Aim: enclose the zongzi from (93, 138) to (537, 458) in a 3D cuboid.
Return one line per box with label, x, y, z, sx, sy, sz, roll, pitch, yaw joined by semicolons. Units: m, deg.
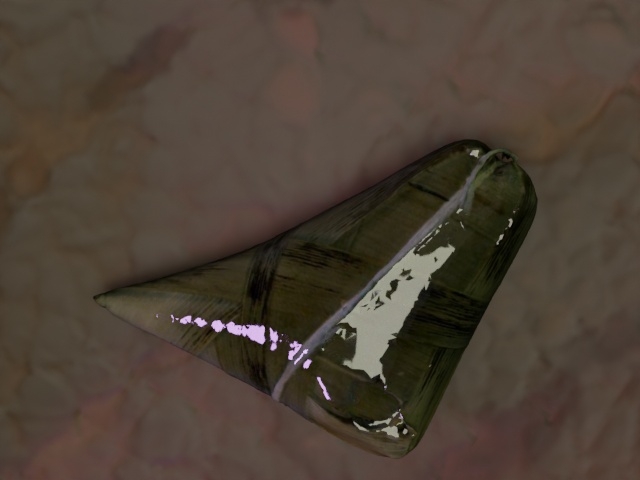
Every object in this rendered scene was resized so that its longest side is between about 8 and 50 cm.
zongzi;0.000;0.000;0.600;0.113;0.052;0.104;27;88;9
